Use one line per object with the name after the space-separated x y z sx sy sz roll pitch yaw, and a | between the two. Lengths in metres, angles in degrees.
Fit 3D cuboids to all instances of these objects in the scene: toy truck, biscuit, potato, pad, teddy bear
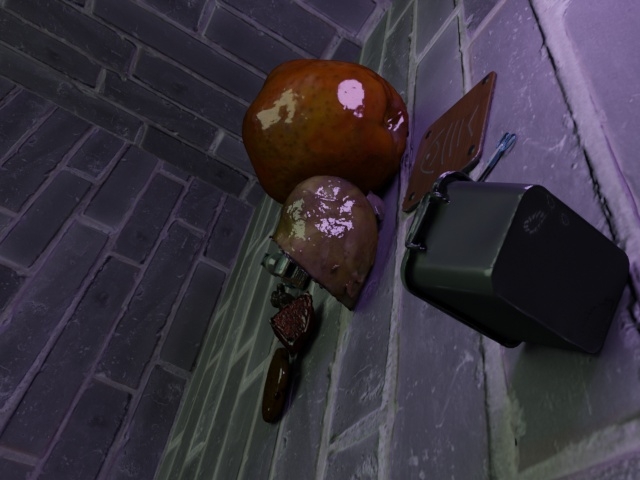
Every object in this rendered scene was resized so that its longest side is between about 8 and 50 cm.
-0.124 0.095 1.879 0.108 0.140 0.256 -64 15 -8 | toy truck
-0.124 0.400 1.489 0.212 0.036 0.212 -166 90 -79 | biscuit
0.037 -0.017 1.332 0.237 0.288 0.301 -48 25 0 | potato
0.296 -0.223 1.257 0.284 0.018 0.287 -40 25 57 | pad
-0.120 0.206 1.812 0.160 0.077 0.120 -160 63 -69 | teddy bear

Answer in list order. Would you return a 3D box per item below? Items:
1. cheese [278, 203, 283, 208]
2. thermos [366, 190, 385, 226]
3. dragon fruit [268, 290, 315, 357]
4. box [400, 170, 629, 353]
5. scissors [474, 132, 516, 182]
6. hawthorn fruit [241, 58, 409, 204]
-0.043 -0.178 1.942 0.226 0.214 0.117 -58 13 -5 | cheese
0.102 -0.041 1.467 0.193 0.105 0.137 -37 54 45 | thermos
-0.055 0.242 1.535 0.161 0.120 0.127 -42 -32 -11 | dragon fruit
0.230 0.031 0.624 0.135 0.243 0.163 7 69 61 | box
0.327 -0.153 1.022 0.119 0.014 0.058 -56 11 12 | scissors
0.031 -0.291 1.527 0.472 0.471 0.472 -56 16 25 | hawthorn fruit
